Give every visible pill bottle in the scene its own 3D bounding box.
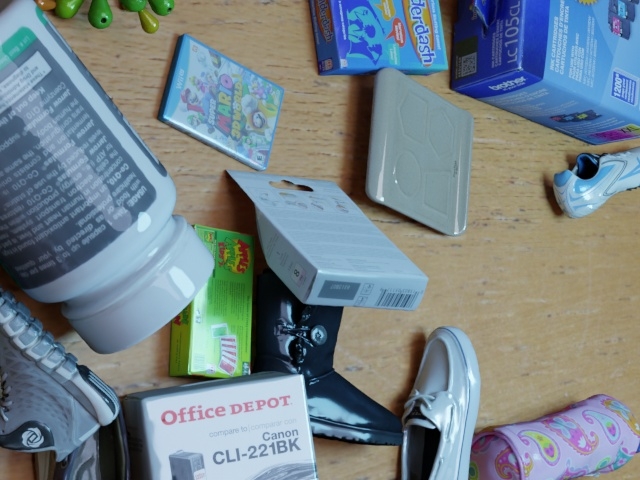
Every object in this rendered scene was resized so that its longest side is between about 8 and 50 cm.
[{"bbox_3d":[-0.285,-0.065,1.557,0.361,0.204,0.204,54,53,-20],"label":"pill bottle"}]

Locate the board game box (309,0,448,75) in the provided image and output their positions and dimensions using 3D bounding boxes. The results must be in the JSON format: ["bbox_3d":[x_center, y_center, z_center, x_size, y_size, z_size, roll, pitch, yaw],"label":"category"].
[{"bbox_3d":[0.080,-0.310,2.016,0.210,0.047,0.160,-7,87,-42],"label":"board game box"}]

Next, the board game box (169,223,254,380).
[{"bbox_3d":[-0.131,0.078,1.769,0.092,0.043,0.181,11,76,-39],"label":"board game box"}]

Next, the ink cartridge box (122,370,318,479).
[{"bbox_3d":[-0.106,0.296,1.669,0.197,0.114,0.272,-7,86,-19],"label":"ink cartridge box"}]

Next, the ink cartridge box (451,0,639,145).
[{"bbox_3d":[0.343,-0.323,2.181,0.395,0.151,0.270,15,73,-36],"label":"ink cartridge box"}]

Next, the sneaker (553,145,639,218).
[{"bbox_3d":[0.449,-0.109,2.271,0.237,0.085,0.086,-28,105,-41],"label":"sneaker"}]

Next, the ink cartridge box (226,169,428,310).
[{"bbox_3d":[0.000,0.000,1.826,0.189,0.232,0.066,5,116,-40],"label":"ink cartridge box"}]

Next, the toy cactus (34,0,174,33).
[{"bbox_3d":[-0.261,-0.337,1.706,0.219,0.112,0.180,8,67,-31],"label":"toy cactus"}]

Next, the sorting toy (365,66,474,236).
[{"bbox_3d":[0.136,-0.120,2.024,0.208,0.038,0.193,20,69,-46],"label":"sorting toy"}]

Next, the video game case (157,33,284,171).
[{"bbox_3d":[-0.123,-0.173,1.840,0.166,0.015,0.119,26,67,-34],"label":"video game case"}]

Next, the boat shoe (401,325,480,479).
[{"bbox_3d":[0.154,0.240,1.951,0.084,0.095,0.258,13,73,-43],"label":"boat shoe"}]

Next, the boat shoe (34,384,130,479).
[{"bbox_3d":[-0.254,0.293,1.593,0.103,0.092,0.285,4,80,-40],"label":"boat shoe"}]

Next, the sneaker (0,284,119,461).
[{"bbox_3d":[-0.333,0.144,1.524,0.229,0.086,0.132,45,90,-5],"label":"sneaker"}]

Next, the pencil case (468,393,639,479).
[{"bbox_3d":[0.337,0.300,2.082,0.284,0.124,0.124,-7,87,-42],"label":"pencil case"}]

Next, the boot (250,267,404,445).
[{"bbox_3d":[0.016,0.148,1.845,0.246,0.094,0.207,15,78,-31],"label":"boot"}]
